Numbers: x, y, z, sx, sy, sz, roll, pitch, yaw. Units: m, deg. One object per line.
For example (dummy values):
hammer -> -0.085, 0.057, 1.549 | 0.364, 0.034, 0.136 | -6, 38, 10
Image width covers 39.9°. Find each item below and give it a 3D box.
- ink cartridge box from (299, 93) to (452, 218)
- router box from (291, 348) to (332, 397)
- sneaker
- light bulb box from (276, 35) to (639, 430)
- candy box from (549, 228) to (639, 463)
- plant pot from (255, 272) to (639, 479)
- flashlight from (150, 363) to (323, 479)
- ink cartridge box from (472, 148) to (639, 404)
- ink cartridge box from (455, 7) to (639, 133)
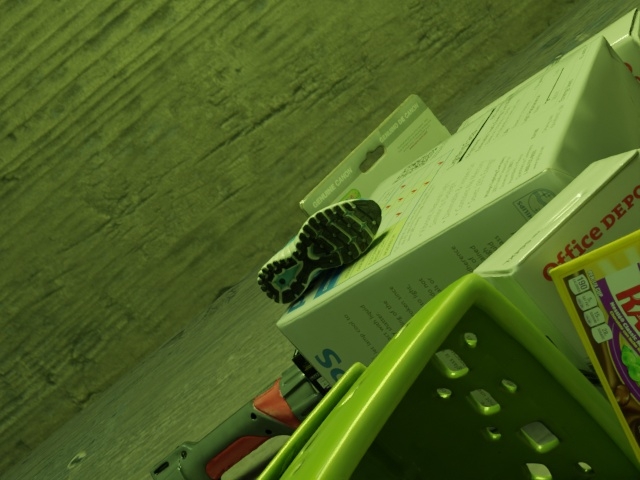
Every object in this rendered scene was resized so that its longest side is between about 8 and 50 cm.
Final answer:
ink cartridge box -> 0.114, -0.026, 1.352 | 0.309, 0.272, 0.130 | -45, 11, -32
router box -> 0.031, 0.163, 1.213 | 0.046, 0.133, 0.179 | -36, 10, 18
sneaker -> 0.000, 0.000, 0.947 | 0.162, 0.063, 0.073 | -35, 10, 28
light bulb box -> 0.203, 0.009, 0.983 | 0.361, 0.225, 0.358 | -33, 12, 38
candy box -> 0.236, 0.091, 0.562 | 0.105, 0.205, 0.027 | -31, -13, 38
plant pot -> 0.076, 0.198, 0.629 | 0.227, 0.228, 0.207 | -47, 4, -37
flashlight -> -0.102, 0.292, 1.268 | 0.304, 0.103, 0.103 | -41, 42, 16
ink cartridge box -> 0.242, 0.052, 0.677 | 0.148, 0.203, 0.086 | -41, 5, -10
ink cartridge box -> 0.341, -0.126, 1.137 | 0.283, 0.207, 0.117 | -32, 14, 36
